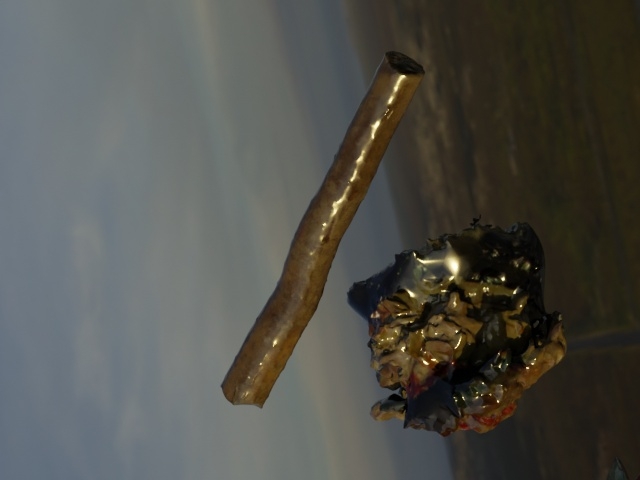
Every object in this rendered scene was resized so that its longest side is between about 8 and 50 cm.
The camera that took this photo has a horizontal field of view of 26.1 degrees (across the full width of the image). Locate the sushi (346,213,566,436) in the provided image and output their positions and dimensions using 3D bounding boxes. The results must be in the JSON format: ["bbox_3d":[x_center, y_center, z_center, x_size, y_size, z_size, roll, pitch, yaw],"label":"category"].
[{"bbox_3d":[0.161,0.107,1.510,0.238,0.225,0.219,103,151,-61],"label":"sushi"}]

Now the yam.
[{"bbox_3d":[0.000,0.000,1.109,0.045,0.045,0.327,-95,28,-63],"label":"yam"}]

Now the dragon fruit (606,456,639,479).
[{"bbox_3d":[0.271,0.213,0.863,0.227,0.224,0.224,-93,-9,-52],"label":"dragon fruit"}]
